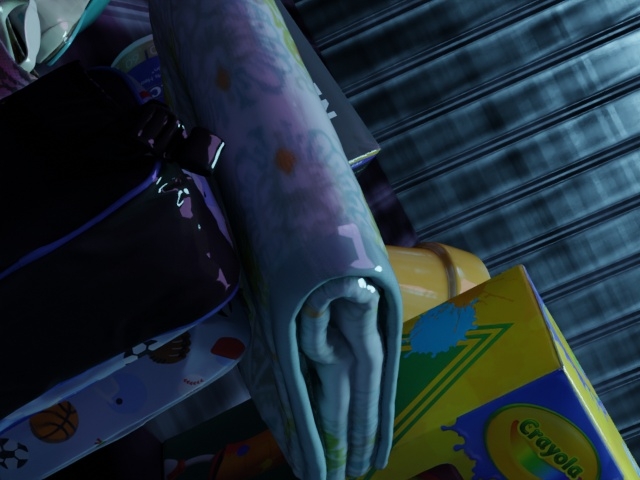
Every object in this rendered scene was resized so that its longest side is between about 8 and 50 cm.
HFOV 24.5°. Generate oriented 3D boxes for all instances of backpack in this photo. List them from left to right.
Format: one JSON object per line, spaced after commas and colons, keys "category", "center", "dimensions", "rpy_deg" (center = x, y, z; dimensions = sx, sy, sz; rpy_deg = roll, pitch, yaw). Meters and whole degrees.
{"category": "backpack", "center": [-0.176, 0.007, 0.957], "dimensions": [0.263, 0.276, 0.213], "rpy_deg": [-115, 179, -56]}

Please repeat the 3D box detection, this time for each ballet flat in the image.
{"category": "ballet flat", "center": [-0.300, -0.213, 1.353], "dimensions": [0.221, 0.079, 0.077], "rpy_deg": [67, 12, 22]}
{"category": "ballet flat", "center": [-0.280, -0.257, 1.585], "dimensions": [0.086, 0.086, 0.248], "rpy_deg": [60, 12, -16]}

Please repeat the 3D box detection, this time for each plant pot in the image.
{"category": "plant pot", "center": [0.078, 0.086, 1.823], "dimensions": [0.188, 0.205, 0.205], "rpy_deg": [19, 34, -27]}

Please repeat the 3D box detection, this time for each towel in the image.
{"category": "towel", "center": [-0.041, -0.010, 1.081], "dimensions": [0.374, 0.090, 0.320], "rpy_deg": [90, -22, -59]}

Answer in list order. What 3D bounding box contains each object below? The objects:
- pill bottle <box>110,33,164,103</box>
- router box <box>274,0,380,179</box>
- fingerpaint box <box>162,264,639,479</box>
{"category": "pill bottle", "center": [-0.144, -0.094, 1.604], "dimensions": [0.153, 0.153, 0.265], "rpy_deg": [52, 14, -46]}
{"category": "router box", "center": [-0.084, -0.160, 1.776], "dimensions": [0.309, 0.081, 0.243], "rpy_deg": [57, -33, 12]}
{"category": "fingerpaint box", "center": [0.128, 0.297, 1.350], "dimensions": [0.445, 0.371, 0.163], "rpy_deg": [57, 12, -31]}
